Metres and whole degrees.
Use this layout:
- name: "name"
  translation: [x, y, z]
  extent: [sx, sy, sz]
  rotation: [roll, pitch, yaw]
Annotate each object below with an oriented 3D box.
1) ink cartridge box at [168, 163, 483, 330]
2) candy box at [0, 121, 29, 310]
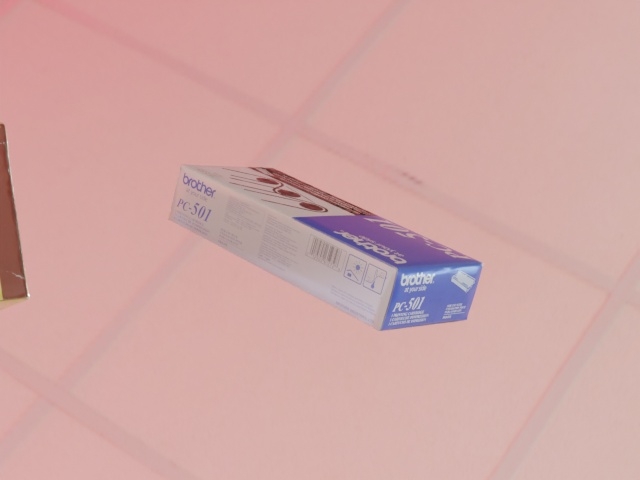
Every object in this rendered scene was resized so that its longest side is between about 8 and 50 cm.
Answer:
- name: "ink cartridge box"
  translation: [0.000, 0.000, 0.878]
  extent: [0.207, 0.046, 0.097]
  rotation: [26, -162, 37]
- name: "candy box"
  translation: [-0.245, -0.001, 0.816]
  extent: [0.053, 0.186, 0.109]
  rotation: [-5, -97, -33]
